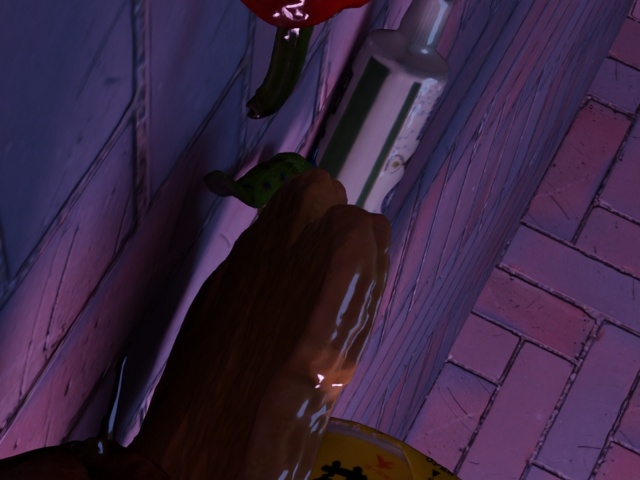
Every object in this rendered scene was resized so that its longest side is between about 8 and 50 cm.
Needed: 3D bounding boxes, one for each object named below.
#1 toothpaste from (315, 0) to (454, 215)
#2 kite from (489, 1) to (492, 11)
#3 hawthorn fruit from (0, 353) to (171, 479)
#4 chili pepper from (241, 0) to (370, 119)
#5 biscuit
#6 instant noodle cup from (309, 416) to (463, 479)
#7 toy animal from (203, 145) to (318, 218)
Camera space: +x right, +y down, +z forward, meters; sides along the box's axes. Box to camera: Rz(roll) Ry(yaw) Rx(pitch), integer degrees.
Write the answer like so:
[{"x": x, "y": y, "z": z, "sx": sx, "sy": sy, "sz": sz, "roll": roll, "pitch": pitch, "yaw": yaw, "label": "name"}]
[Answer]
[{"x": 0.000, "y": 0.000, "z": 1.248, "sx": 0.392, "sy": 0.061, "sz": 0.099, "roll": -64, "pitch": 172, "yaw": 23, "label": "toothpaste"}, {"x": 0.201, "y": -0.321, "z": 1.662, "sx": 0.222, "sy": 0.008, "sz": 0.125, "roll": -61, "pitch": 171, "yaw": -15, "label": "kite"}, {"x": -0.110, "y": 0.154, "z": 0.739, "sx": 0.181, "sy": 0.181, "sz": 0.235, "roll": -42, "pitch": 143, "yaw": -68, "label": "hawthorn fruit"}, {"x": -0.028, "y": -0.138, "z": 0.657, "sx": 0.137, "sy": 0.092, "sz": 0.368, "roll": -45, "pitch": 164, "yaw": 2, "label": "chili pepper"}, {"x": -0.050, "y": 0.107, "z": 0.945, "sx": 0.376, "sy": 0.051, "sz": 0.269, "roll": 126, "pitch": -20, "yaw": -46, "label": "biscuit"}, {"x": 0.010, "y": 0.345, "z": 1.558, "sx": 0.254, "sy": 0.326, "sz": 0.325, "roll": -47, "pitch": 164, "yaw": -29, "label": "instant noodle cup"}, {"x": -0.030, "y": -0.012, "z": 1.065, "sx": 0.217, "sy": 0.041, "sz": 0.075, "roll": -24, "pitch": 120, "yaw": -74, "label": "toy animal"}]
